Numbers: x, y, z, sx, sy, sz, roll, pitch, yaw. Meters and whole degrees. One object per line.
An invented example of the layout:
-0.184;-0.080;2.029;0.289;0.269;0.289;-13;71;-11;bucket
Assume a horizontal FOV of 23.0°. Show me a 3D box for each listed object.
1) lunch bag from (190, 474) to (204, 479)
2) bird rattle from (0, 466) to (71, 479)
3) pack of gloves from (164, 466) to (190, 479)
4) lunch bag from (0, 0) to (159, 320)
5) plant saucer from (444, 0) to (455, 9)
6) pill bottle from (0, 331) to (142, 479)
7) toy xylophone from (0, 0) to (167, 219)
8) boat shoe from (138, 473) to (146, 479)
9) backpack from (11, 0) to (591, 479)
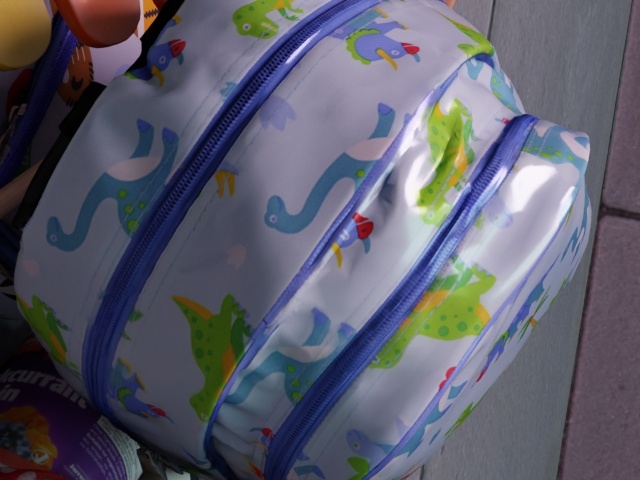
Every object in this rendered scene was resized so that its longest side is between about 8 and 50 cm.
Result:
-0.052;0.068;1.105;0.221;0.138;0.293;-113;-172;-72;lunch bag
-0.106;0.142;0.739;0.253;0.207;0.143;73;28;-52;bird rattle
-0.047;0.181;1.317;0.232;0.046;0.195;19;81;-59;pack of gloves
-0.149;-0.107;0.864;0.243;0.115;0.303;62;41;-57;lunch bag
0.109;-0.310;1.602;0.200;0.037;0.200;10;90;-72;plant saucer
-0.155;0.115;0.952;0.193;0.108;0.108;-58;151;-49;pill bottle
-0.156;-0.123;0.692;0.322;0.081;0.236;-47;116;-36;toy xylophone
-0.148;0.259;1.097;0.078;0.070;0.219;-20;118;-68;boat shoe
0.000;0.000;0.746;0.290;0.273;0.355;-47;152;-5;backpack
